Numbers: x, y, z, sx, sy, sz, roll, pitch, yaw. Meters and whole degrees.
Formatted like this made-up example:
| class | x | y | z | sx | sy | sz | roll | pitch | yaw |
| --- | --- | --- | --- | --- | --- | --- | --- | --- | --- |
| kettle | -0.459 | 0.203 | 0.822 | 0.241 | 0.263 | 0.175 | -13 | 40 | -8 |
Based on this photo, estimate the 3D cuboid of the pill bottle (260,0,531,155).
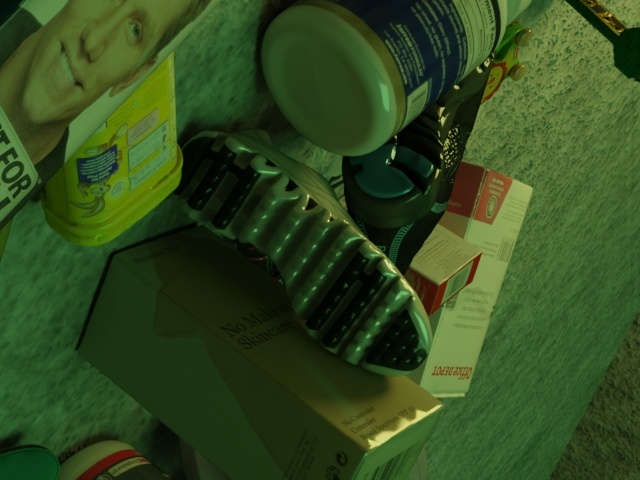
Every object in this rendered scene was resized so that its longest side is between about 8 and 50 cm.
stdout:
| class | x | y | z | sx | sy | sz | roll | pitch | yaw |
| --- | --- | --- | --- | --- | --- | --- | --- | --- | --- |
| pill bottle | 0.081 | -0.206 | 1.497 | 0.265 | 0.153 | 0.153 | -40 | 154 | -34 |

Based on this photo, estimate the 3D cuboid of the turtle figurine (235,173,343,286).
| class | x | y | z | sx | sy | sz | roll | pitch | yaw |
| --- | --- | --- | --- | --- | --- | --- | --- | --- | --- |
| turtle figurine | -0.030 | 0.008 | 1.638 | 0.234 | 0.118 | 0.175 | 99 | -6 | -52 |

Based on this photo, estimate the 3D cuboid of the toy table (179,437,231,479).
| class | x | y | z | sx | sy | sz | roll | pitch | yaw |
| --- | --- | --- | --- | --- | --- | --- | --- | --- | --- |
| toy table | -0.024 | 0.258 | 1.746 | 0.274 | 0.161 | 0.252 | 55 | 49 | -20 |

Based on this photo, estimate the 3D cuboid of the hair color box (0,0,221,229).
| class | x | y | z | sx | sy | sz | roll | pitch | yaw |
| --- | --- | --- | --- | --- | --- | --- | --- | --- | --- |
| hair color box | -0.211 | -0.133 | 1.059 | 0.347 | 0.105 | 0.174 | -49 | 158 | -16 |

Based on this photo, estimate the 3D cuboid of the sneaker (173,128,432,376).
| class | x | y | z | sx | sy | sz | roll | pitch | yaw |
| --- | --- | --- | --- | --- | --- | --- | --- | --- | --- |
| sneaker | 0.000 | 0.000 | 1.458 | 0.110 | 0.292 | 0.118 | -48 | 173 | 26 |

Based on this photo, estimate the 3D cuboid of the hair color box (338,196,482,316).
| class | x | y | z | sx | sy | sz | roll | pitch | yaw |
| --- | --- | --- | --- | --- | --- | --- | --- | --- | --- |
| hair color box | 0.087 | 0.007 | 1.798 | 0.093 | 0.167 | 0.053 | -34 | 149 | -43 |

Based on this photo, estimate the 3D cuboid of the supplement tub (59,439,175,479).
| class | x | y | z | sx | sy | sz | roll | pitch | yaw |
| --- | --- | --- | --- | --- | --- | --- | --- | --- | --- |
| supplement tub | -0.170 | 0.350 | 1.617 | 0.191 | 0.272 | 0.191 | -45 | 157 | -25 |

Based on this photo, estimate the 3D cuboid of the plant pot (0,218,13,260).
| class | x | y | z | sx | sy | sz | roll | pitch | yaw |
| --- | --- | --- | --- | --- | --- | --- | --- | --- | --- |
| plant pot | -0.268 | 0.003 | 1.187 | 0.079 | 0.083 | 0.083 | -65 | 159 | -6 |

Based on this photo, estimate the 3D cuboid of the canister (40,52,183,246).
| class | x | y | z | sx | sy | sz | roll | pitch | yaw |
| --- | --- | --- | --- | --- | --- | --- | --- | --- | --- |
| canister | -0.168 | -0.093 | 1.251 | 0.126 | 0.073 | 0.170 | -42 | 153 | -31 |

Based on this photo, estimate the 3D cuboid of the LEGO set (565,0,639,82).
| class | x | y | z | sx | sy | sz | roll | pitch | yaw |
| --- | --- | --- | --- | --- | --- | --- | --- | --- | --- |
| LEGO set | 0.422 | -0.358 | 1.864 | 0.192 | 0.255 | 0.331 | -16 | 139 | -54 |

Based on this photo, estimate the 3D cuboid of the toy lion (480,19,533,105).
| class | x | y | z | sx | sy | sz | roll | pitch | yaw |
| --- | --- | --- | --- | --- | --- | --- | --- | --- | --- |
| toy lion | 0.211 | -0.212 | 1.935 | 0.096 | 0.034 | 0.100 | -35 | 152 | -25 |

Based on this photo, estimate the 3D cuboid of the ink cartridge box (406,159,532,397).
| class | x | y | z | sx | sy | sz | roll | pitch | yaw |
| --- | --- | --- | --- | --- | --- | --- | --- | --- | --- |
| ink cartridge box | 0.144 | 0.042 | 1.948 | 0.207 | 0.117 | 0.283 | 13 | 95 | -67 |

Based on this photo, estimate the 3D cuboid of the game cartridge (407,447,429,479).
| class | x | y | z | sx | sy | sz | roll | pitch | yaw |
| --- | --- | --- | --- | --- | --- | --- | --- | --- | --- |
| game cartridge | 0.051 | 0.338 | 2.165 | 0.062 | 0.198 | 0.297 | -40 | 153 | -34 |

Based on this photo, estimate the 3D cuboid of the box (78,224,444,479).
| class | x | y | z | sx | sy | sz | roll | pitch | yaw |
| --- | --- | --- | --- | --- | --- | --- | --- | --- | --- |
| box | -0.059 | 0.128 | 1.473 | 0.148 | 0.311 | 0.121 | -23 | 143 | -54 |

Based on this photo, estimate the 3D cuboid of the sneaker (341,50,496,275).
| class | x | y | z | sx | sy | sz | roll | pitch | yaw |
| --- | --- | --- | --- | --- | --- | --- | --- | --- | --- |
| sneaker | 0.090 | -0.107 | 1.610 | 0.340 | 0.125 | 0.139 | -63 | 163 | -45 |

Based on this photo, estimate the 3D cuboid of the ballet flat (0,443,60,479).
| class | x | y | z | sx | sy | sz | roll | pitch | yaw |
| --- | --- | --- | --- | --- | --- | --- | --- | --- | --- |
| ballet flat | -0.329 | 0.254 | 1.452 | 0.206 | 0.073 | 0.067 | -30 | 175 | -42 |
